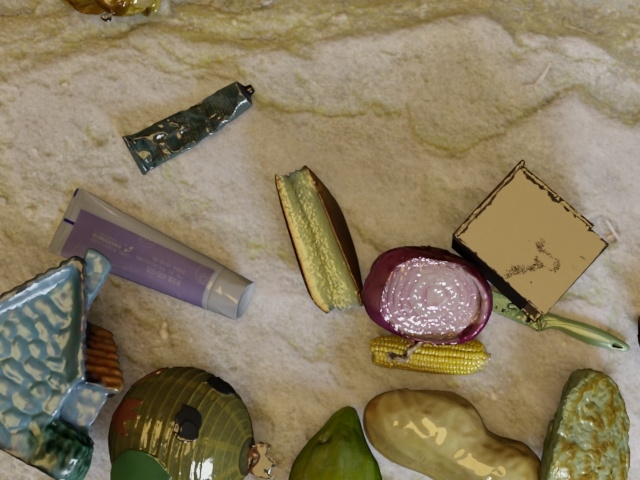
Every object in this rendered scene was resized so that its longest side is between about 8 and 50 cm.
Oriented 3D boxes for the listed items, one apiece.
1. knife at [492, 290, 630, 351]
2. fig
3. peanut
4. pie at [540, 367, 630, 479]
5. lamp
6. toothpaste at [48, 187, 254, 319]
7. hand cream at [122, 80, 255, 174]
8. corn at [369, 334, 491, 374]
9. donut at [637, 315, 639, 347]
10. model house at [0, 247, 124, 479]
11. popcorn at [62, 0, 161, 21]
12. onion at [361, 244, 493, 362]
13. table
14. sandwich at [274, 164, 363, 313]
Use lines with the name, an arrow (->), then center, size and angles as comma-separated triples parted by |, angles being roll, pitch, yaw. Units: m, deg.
knife -> 0.384, 0.138, 1.866 | 0.293, 0.020, 0.043 | 21, 85, 7
fig -> 0.027, 0.403, 1.807 | 0.167, 0.167, 0.233 | 9, 94, 5
peanut -> 0.223, 0.334, 1.807 | 0.319, 0.147, 0.147 | 25, 88, 4
pie -> 0.430, 0.336, 1.791 | 0.201, 0.090, 0.248 | 22, 78, -37
lamp -> -0.205, 0.335, 1.779 | 0.284, 0.250, 0.250 | 11, 87, 18
toothpaste -> -0.295, 0.030, 1.904 | 0.371, 0.080, 0.125 | 23, 88, 11
hand cream -> -0.225, -0.207, 1.923 | 0.248, 0.052, 0.075 | -28, 83, 2
corn -> 0.185, 0.193, 1.854 | 0.206, 0.067, 0.067 | 2, 86, 4
donut -> 0.641, 0.139, 1.808 | 0.216, 0.096, 0.230 | 21, 88, 3
model house -> -0.439, 0.185, 1.788 | 0.297, 0.360, 0.339 | 30, 75, -6
popcorn -> -0.359, -0.455, 1.901 | 0.194, 0.163, 0.140 | 20, 117, 38
onion -> 0.174, 0.088, 1.807 | 0.207, 0.200, 0.200 | -16, 85, 2
table -> 0.344, 0.004, 1.795 | 0.193, 0.169, 0.172 | 43, 88, 10
sandwich -> 0.000, 0.000, 1.871 | 0.094, 0.096, 0.258 | -19, 86, 9
